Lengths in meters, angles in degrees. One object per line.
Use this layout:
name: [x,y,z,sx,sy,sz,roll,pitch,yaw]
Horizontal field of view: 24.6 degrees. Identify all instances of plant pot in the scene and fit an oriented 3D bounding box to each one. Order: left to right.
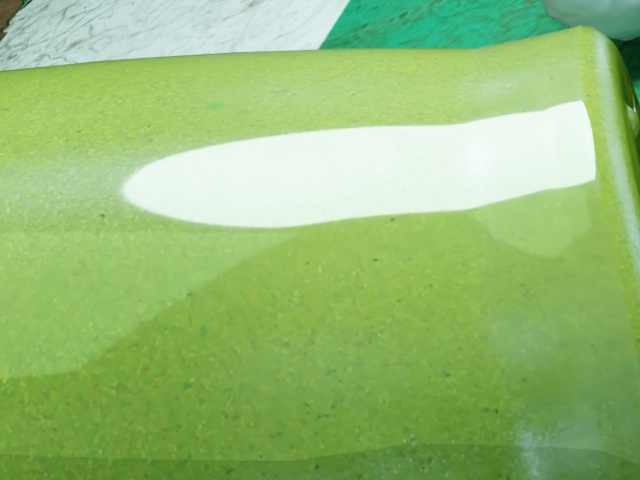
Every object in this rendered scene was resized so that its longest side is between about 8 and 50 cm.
plant pot: [-0.033,0.078,0.547,0.353,0.366,0.366,-15,34,16]

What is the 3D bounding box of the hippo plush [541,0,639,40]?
hippo plush: [0.204,-0.250,0.840,0.236,0.234,0.294,-21,43,41]
